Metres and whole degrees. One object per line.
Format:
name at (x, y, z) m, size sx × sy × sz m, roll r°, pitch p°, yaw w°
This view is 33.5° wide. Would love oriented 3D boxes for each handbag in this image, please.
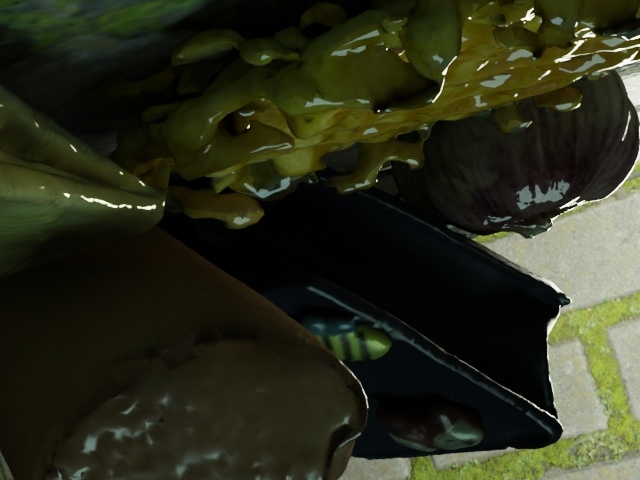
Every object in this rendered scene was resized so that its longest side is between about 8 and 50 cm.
handbag at (-0.026, 0.073, 0.748) m, size 0.303 × 0.122 × 0.329 m, roll -15°, pitch 150°, yaw 38°

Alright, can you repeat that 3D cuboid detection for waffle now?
waffle at (0.044, -0.067, 0.463) m, size 0.280 × 0.060 × 0.262 m, roll -21°, pitch 174°, yaw 40°

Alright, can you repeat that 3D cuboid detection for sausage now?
sausage at (-0.088, 0.053, 0.463) m, size 0.123 × 0.123 × 0.253 m, roll -16°, pitch -162°, yaw -23°

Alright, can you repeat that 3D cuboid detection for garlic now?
garlic at (0.127, -0.051, 0.689) m, size 0.159 × 0.102 × 0.147 m, roll -18°, pitch 171°, yaw 21°

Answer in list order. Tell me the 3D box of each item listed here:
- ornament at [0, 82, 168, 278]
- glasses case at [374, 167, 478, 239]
ornament at (-0.135, -0.011, 0.361) m, size 0.180 × 0.059 × 0.201 m, roll -2°, pitch 168°, yaw -29°
glasses case at (0.000, 0.000, 0.919) m, size 0.355 × 0.085 × 0.137 m, roll -16°, pitch 171°, yaw -1°
